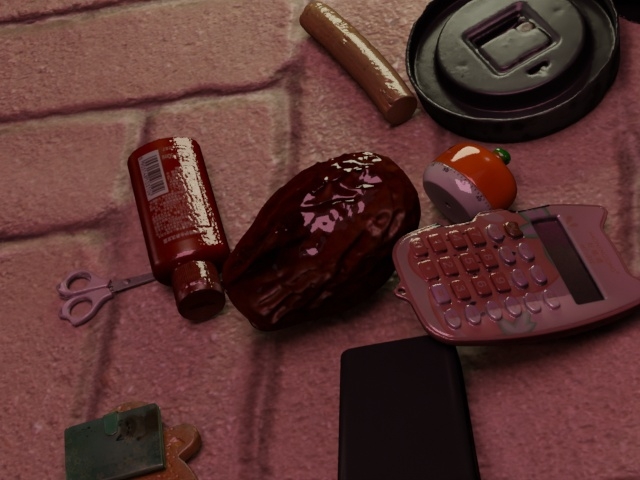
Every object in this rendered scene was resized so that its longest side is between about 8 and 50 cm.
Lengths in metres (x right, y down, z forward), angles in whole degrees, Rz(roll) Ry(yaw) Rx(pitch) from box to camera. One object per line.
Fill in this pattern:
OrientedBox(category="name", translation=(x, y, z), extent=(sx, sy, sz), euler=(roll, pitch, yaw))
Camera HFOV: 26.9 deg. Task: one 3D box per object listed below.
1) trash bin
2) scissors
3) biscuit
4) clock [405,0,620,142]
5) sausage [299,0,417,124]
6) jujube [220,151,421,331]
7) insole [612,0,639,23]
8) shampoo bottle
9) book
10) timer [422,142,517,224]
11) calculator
OrientedBox(category="trash bin", translation=(0.107, 0.240, 1.644), extent=(0.165, 0.115, 0.225), euler=(-11, 47, 10))
OrientedBox(category="scissors", translation=(-0.299, 0.067, 1.973), extent=(0.189, 0.015, 0.100), euler=(-15, 51, 4))
OrientedBox(category="biscuit", translation=(-0.218, 0.302, 1.749), extent=(0.153, 0.030, 0.234), euler=(-32, 50, -9))
OrientedBox(category="clock", translation=(0.289, -0.285, 2.016), extent=(0.325, 0.067, 0.325), euler=(-9, 52, 12))
OrientedBox(category="sausage", translation=(0.056, -0.286, 2.101), extent=(0.066, 0.066, 0.301), euler=(-32, 52, -7))
OrientedBox(category="jujube", translation=(0.000, 0.000, 1.813), extent=(0.290, 0.197, 0.197), euler=(-38, 51, -1))
OrientedBox(category="insole", translation=(0.434, -0.388, 2.092), extent=(0.232, 0.003, 0.080), euler=(28, 66, 33))
OrientedBox(category="shampoo bottle", translation=(-0.203, -0.022, 1.968), extent=(0.118, 0.076, 0.314), euler=(-12, 49, -9))
OrientedBox(category="book", translation=(-0.273, 0.271, 1.762), extent=(0.135, 0.017, 0.103), euler=(-16, 51, 7))
OrientedBox(category="timer", translation=(0.218, -0.086, 1.864), extent=(0.136, 0.099, 0.136), euler=(-5, 63, 9))
OrientedBox(category="calculator", translation=(0.249, 0.046, 1.729), extent=(0.329, 0.048, 0.220), euler=(-8, 49, -15))
